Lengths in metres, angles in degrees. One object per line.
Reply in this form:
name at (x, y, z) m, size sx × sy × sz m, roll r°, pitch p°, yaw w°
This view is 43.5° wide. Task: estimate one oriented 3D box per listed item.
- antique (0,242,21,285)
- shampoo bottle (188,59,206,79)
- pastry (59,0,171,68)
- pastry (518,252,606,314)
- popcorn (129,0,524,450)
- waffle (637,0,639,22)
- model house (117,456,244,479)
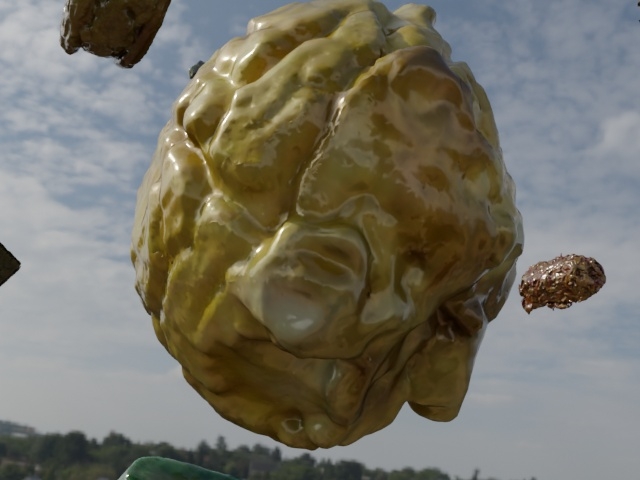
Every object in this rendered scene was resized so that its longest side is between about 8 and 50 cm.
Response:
antique at (-0.382, 0.060, 0.700) m, size 0.080 × 0.221 × 0.081 m, roll 28°, pitch -24°, yaw 44°
shampoo bottle at (-0.106, -0.218, 1.242) m, size 0.207 × 0.057 × 0.063 m, roll 27°, pitch 5°, yaw 1°
pastry at (-0.122, -0.154, 0.482) m, size 0.057 × 0.097 × 0.109 m, roll 13°, pitch 16°, yaw -22°
pastry at (0.361, 0.059, 1.230) m, size 0.063 × 0.087 × 0.169 m, roll 47°, pitch -27°, yaw -11°
popcorn at (-0.006, -0.019, 0.711) m, size 0.354 × 0.390 × 0.344 m, roll -20°, pitch -19°, yaw 15°
waffle at (0.423, -0.289, 0.867) m, size 0.070 × 0.197 × 0.193 m, roll 24°, pitch -8°, yaw 39°
model house at (-0.117, 0.408, 0.761) m, size 0.312 × 0.280 × 0.245 m, roll 25°, pitch 18°, yaw -26°
